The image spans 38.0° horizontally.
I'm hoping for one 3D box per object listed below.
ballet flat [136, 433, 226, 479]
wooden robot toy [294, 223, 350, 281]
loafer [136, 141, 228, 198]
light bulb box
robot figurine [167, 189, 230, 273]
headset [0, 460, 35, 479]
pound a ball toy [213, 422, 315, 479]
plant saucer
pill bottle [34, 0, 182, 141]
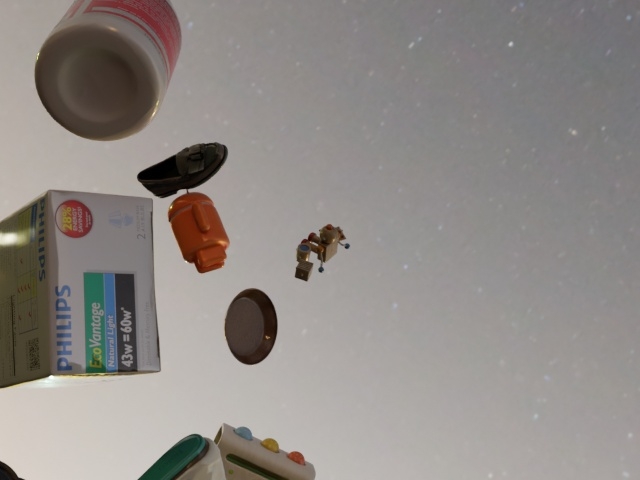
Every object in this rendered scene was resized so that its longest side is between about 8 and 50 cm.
[{"bbox_3d":[-0.330,0.499,1.612,0.139,0.400,0.139,50,-16,21],"label":"ballet flat"},{"bbox_3d":[0.000,0.000,1.799,0.076,0.173,0.079,30,-45,20],"label":"wooden robot toy"},{"bbox_3d":[-0.344,-0.176,2.284,0.268,0.096,0.084,-23,-37,35],"label":"loafer"},{"bbox_3d":[-0.505,0.112,1.877,0.361,0.225,0.357,-18,-107,52],"label":"light bulb box"},{"bbox_3d":[-0.308,-0.027,2.327,0.219,0.128,0.158,66,16,18],"label":"robot figurine"},{"bbox_3d":[-0.507,0.450,1.450,0.394,0.185,0.243,1,-26,12],"label":"headset"},{"bbox_3d":[-0.129,0.600,2.423,0.319,0.135,0.208,26,0,-7],"label":"pound a ball toy"},{"bbox_3d":[-0.188,0.222,2.398,0.036,0.198,0.198,-2,-51,40],"label":"plant saucer"},{"bbox_3d":[-0.388,-0.369,1.779,0.229,0.407,0.229,0,-60,-1],"label":"pill bottle"}]
